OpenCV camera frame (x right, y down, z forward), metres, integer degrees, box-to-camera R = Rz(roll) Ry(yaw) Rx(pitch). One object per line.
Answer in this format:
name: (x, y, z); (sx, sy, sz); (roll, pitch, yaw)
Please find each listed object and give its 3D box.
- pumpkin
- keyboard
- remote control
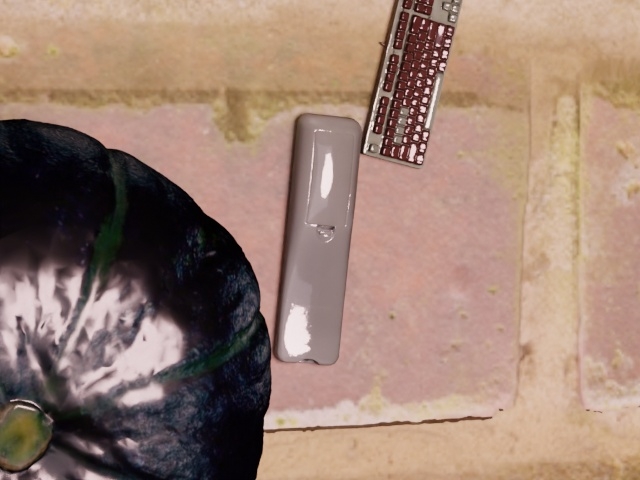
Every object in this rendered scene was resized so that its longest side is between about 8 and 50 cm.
pumpkin: (-0.208, 0.099, 1.275); (0.363, 0.266, 0.363); (-2, 96, -21)
keyboard: (0.071, -0.139, 1.478); (0.055, 0.017, 0.166); (14, 89, -18)
remote control: (0.000, 0.000, 1.458); (0.050, 0.027, 0.184); (5, 92, -18)
